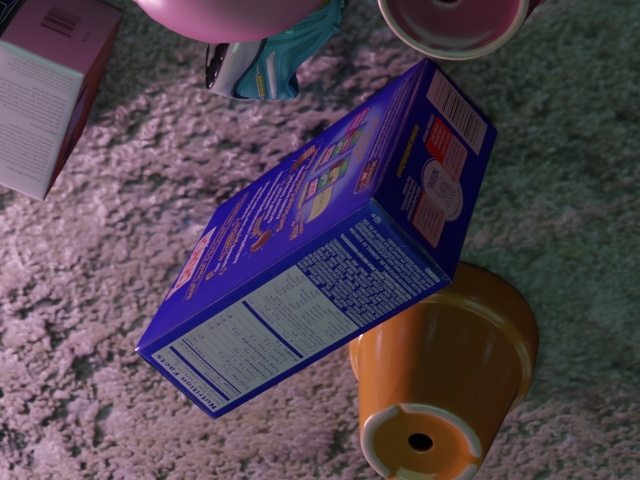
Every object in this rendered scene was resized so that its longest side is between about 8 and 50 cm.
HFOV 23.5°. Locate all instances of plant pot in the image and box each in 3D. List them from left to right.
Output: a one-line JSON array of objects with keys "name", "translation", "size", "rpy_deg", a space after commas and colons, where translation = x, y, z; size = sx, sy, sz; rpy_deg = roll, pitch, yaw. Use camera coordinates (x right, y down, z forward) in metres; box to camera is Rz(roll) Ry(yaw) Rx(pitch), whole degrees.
[{"name": "plant pot", "translation": [0.122, 0.157, 1.643], "size": [0.205, 0.188, 0.205], "rpy_deg": [7, 128, 9]}, {"name": "plant pot", "translation": [0.126, -0.255, 1.332], "size": [0.201, 0.180, 0.201], "rpy_deg": [7, 129, 9]}]

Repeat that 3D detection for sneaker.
[{"name": "sneaker", "translation": [-0.023, -0.240, 1.452], "size": [0.110, 0.107, 0.275], "rpy_deg": [11, 136, -20]}]

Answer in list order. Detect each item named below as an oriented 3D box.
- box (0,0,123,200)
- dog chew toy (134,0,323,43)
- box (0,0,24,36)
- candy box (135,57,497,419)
[{"name": "box", "translation": [-0.278, -0.151, 1.546], "size": [0.091, 0.130, 0.170], "rpy_deg": [23, 130, -4]}, {"name": "dog chew toy", "translation": [-0.115, -0.284, 1.317], "size": [0.332, 0.207, 0.206], "rpy_deg": [28, 150, 56]}, {"name": "box", "translation": [-0.331, -0.300, 1.336], "size": [0.165, 0.270, 0.143], "rpy_deg": [24, 131, -25]}, {"name": "candy box", "translation": [0.000, 0.000, 1.503], "size": [0.317, 0.268, 0.122], "rpy_deg": [-32, 110, 33]}]
